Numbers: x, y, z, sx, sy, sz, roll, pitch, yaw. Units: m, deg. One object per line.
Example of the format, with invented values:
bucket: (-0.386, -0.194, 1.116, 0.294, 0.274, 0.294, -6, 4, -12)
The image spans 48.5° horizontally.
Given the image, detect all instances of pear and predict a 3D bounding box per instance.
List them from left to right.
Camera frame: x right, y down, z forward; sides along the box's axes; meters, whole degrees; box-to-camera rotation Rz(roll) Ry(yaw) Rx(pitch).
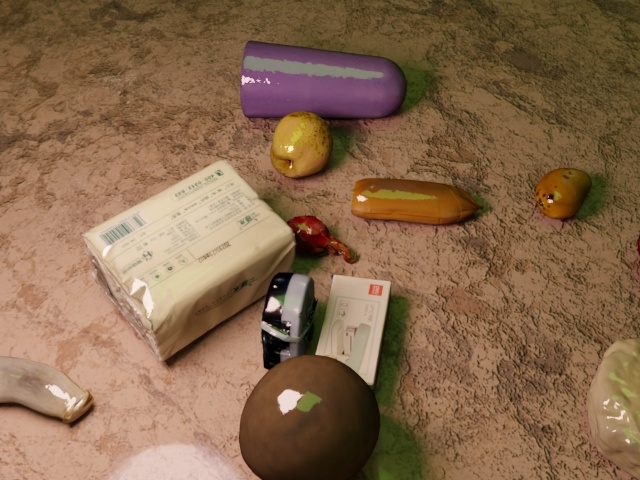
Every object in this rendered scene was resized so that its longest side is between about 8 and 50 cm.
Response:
pear: (-0.055, -0.243, 1.839, 0.178, 0.178, 0.178, -2, 49, 2)

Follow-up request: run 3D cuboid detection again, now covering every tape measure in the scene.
tape measure: (-0.063, 0.159, 1.482, 0.107, 0.181, 0.182, 10, 49, 8)

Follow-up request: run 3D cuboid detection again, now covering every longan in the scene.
longan: (-0.020, 0.332, 1.300, 0.258, 0.258, 0.258, -2, 49, 2)

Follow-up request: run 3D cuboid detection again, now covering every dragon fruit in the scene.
dragon fruit: (0.000, 0.000, 1.691, 0.191, 0.094, 0.094, 23, 52, -5)

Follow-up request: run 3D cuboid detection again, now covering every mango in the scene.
mango: (0.591, -0.121, 1.739, 0.115, 0.090, 0.178, 31, 54, 15)

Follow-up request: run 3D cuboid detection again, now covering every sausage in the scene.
sausage: (0.237, -0.094, 1.734, 0.328, 0.112, 0.112, 4, 50, 5)

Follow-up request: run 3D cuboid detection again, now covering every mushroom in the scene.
mushroom: (-0.636, 0.293, 1.464, 0.351, 0.097, 0.109, 10, 51, 9)

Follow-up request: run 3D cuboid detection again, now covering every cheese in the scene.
cheese: (0.673, 0.322, 1.337, 0.326, 0.115, 0.318, -4, 49, -2)

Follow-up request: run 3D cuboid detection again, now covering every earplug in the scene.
earplug: (0.012, -0.433, 1.982, 0.456, 0.215, 0.215, 5, 50, 3)

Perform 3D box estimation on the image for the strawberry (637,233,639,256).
strawberry: (0.822, 0.012, 1.523, 0.274, 0.220, 0.274, -5, 47, 5)

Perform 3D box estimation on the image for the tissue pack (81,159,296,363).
tissue pack: (-0.281, 0.036, 1.566, 0.380, 0.207, 0.297, -31, 62, -24)

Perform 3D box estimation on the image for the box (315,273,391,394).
box: (0.067, 0.199, 1.505, 0.135, 0.079, 0.269, 7, 50, 10)
